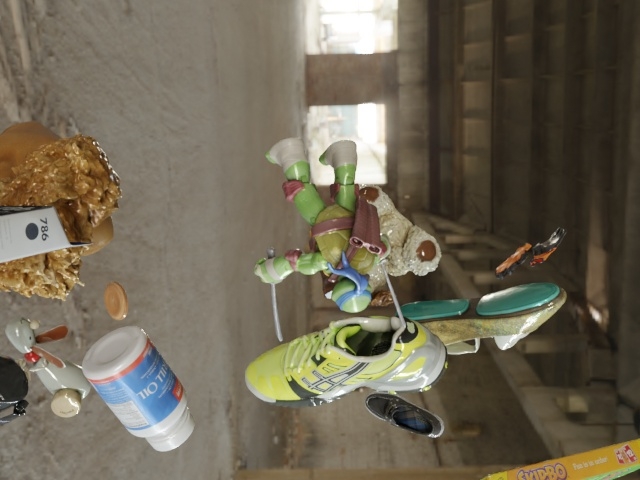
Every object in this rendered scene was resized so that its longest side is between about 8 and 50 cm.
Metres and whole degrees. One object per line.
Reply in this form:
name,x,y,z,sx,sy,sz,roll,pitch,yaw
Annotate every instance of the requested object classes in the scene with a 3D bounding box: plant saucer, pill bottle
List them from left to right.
plant saucer,-0.439,0.130,1.523,0.013,0.084,0.083,-12,105,-46
pill bottle,-0.316,0.270,1.276,0.124,0.124,0.221,-88,156,-56

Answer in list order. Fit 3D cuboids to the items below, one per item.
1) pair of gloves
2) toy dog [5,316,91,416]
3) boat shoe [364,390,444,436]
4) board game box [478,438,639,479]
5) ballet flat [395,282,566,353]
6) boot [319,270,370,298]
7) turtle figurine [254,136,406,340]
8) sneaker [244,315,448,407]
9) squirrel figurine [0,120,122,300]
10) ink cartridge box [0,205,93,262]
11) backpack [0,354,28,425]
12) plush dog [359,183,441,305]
pair of gloves,0.233,0.014,0.795,0.074,0.083,0.010,-39,94,-41
toy dog,-0.739,0.349,2.039,0.333,0.161,0.220,63,2,-48
boat shoe,0.209,0.456,1.868,0.076,0.229,0.080,19,92,-60
board game box,0.263,0.274,0.812,0.124,0.260,0.039,-55,-137,49
ballet flat,0.308,0.161,1.369,0.123,0.349,0.123,26,58,-51
boot,0.040,0.049,1.439,0.037,0.106,0.114,49,23,-50
turtle figurine,0.000,0.000,1.053,0.274,0.198,0.266,62,17,-69
sneaker,0.024,0.197,1.271,0.147,0.385,0.145,53,31,-40
squirrel figurine,-0.532,-0.017,1.174,0.370,0.397,0.281,-40,112,-37
ink cartridge box,-0.447,-0.001,0.853,0.333,0.166,0.065,-20,109,-67
backpack,-0.587,0.253,1.218,0.182,0.152,0.115,-32,-129,49
plush dog,0.122,0.028,1.679,0.225,0.262,0.210,-46,175,-3
